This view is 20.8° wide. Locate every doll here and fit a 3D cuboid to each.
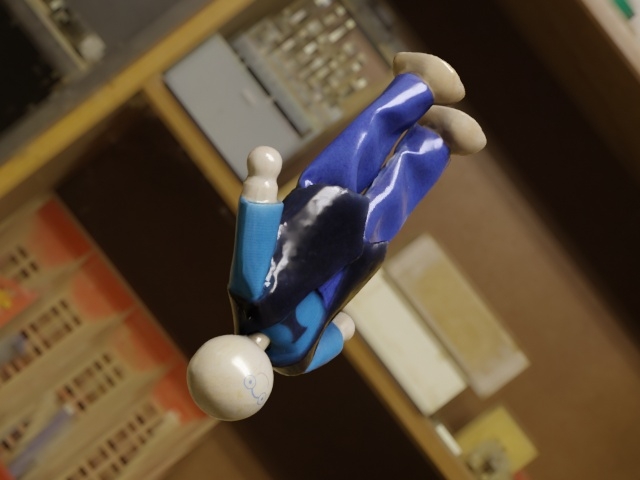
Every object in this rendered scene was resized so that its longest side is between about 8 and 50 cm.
[{"bbox_3d":[0.000,0.000,0.778,0.046,0.189,0.129,22,-25,35],"label":"doll"}]
